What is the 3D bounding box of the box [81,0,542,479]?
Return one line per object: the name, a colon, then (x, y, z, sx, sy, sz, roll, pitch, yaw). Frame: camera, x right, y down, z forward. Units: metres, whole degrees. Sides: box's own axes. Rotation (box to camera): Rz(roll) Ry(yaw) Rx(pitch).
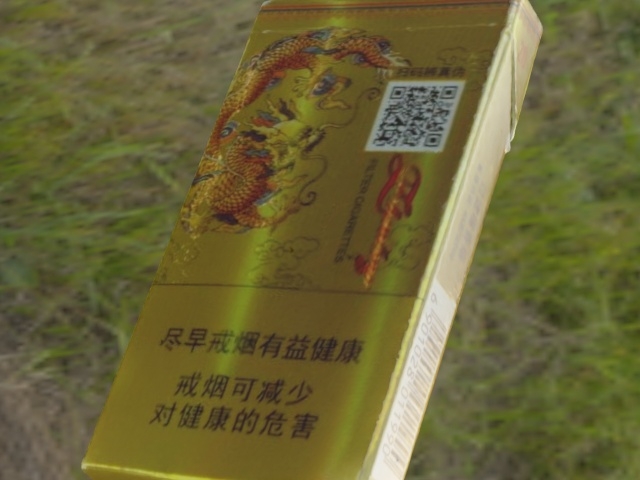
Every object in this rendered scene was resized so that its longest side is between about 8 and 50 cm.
box: (0.000, 0.000, 0.513, 0.022, 0.089, 0.156, 54, 46, -48)
